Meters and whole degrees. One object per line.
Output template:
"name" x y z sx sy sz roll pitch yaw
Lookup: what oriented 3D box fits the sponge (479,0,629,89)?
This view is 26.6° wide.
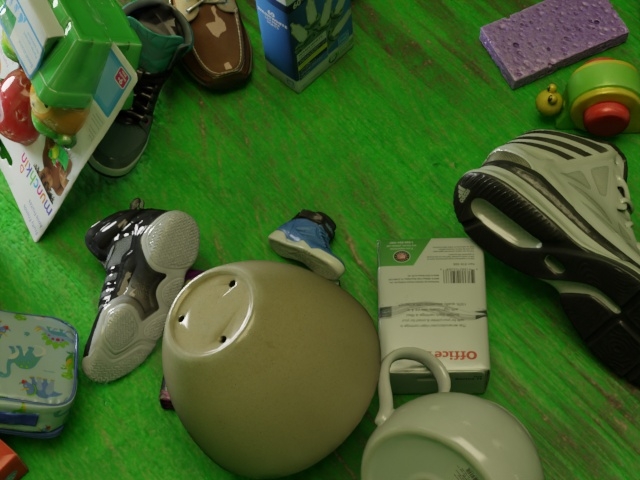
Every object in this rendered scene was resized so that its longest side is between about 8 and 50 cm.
"sponge" 0.370 -0.327 2.144 0.210 0.031 0.117 -23 62 -10

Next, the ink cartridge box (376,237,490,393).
"ink cartridge box" 0.155 0.106 1.882 0.153 0.087 0.208 0 60 3

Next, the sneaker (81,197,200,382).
"sneaker" -0.285 0.066 1.934 0.153 0.101 0.268 24 84 43

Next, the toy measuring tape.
"toy measuring tape" 0.490 -0.218 2.027 0.330 0.121 0.121 -1 61 3

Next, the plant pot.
"plant pot" -0.090 0.135 1.717 0.284 0.191 0.284 -16 52 21

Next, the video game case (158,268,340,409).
"video game case" -0.096 0.145 1.903 0.232 0.042 0.210 4 60 7

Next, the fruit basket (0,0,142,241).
"fruit basket" -0.419 -0.230 1.993 0.165 0.353 0.327 3 48 -47

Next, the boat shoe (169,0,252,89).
"boat shoe" -0.195 -0.390 2.167 0.123 0.120 0.324 -17 61 -5

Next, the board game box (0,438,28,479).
"board game box" -0.593 0.339 1.815 0.242 0.064 0.316 36 69 21

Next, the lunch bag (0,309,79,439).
"lunch bag" -0.442 0.179 1.833 0.219 0.090 0.176 9 39 -16

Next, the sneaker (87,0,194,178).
"sneaker" -0.274 -0.252 2.053 0.124 0.178 0.295 17 61 -12

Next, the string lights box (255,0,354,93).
"string lights box" -0.025 -0.357 2.056 0.077 0.259 0.133 39 70 22

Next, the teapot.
"teapot" 0.185 0.287 1.717 0.253 0.256 0.187 11 28 33

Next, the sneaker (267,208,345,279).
"sneaker" 0.000 -0.001 1.951 0.084 0.058 0.152 -43 38 -21

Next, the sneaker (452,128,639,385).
"sneaker" 0.423 0.001 1.878 0.447 0.169 0.257 43 52 7
